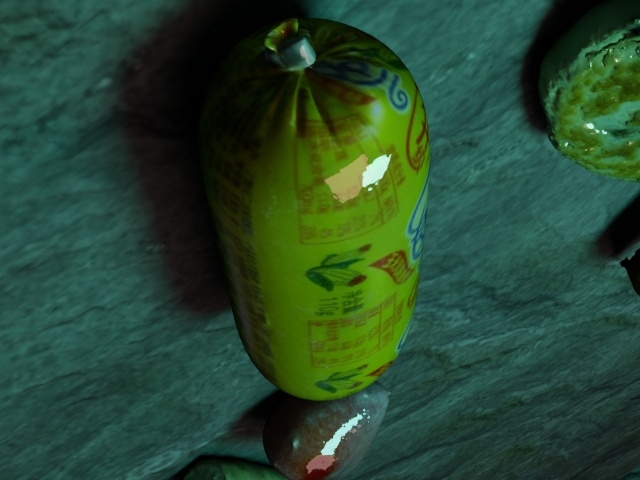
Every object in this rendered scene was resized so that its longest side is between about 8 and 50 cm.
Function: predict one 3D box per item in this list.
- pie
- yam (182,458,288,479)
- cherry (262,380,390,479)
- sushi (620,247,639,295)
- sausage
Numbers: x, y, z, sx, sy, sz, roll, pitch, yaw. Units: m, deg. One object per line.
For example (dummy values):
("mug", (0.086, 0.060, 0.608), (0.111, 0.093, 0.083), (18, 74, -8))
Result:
("pie", (0.267, -0.102, 0.694), (0.240, 0.054, 0.240), (3, 154, 1))
("yam", (-0.047, 0.272, 1.052), (0.071, 0.067, 0.317), (-26, 154, 15))
("cherry", (0.003, 0.178, 0.933), (0.126, 0.087, 0.106), (-45, 150, -19))
("sushi", (0.424, -0.018, 1.009), (0.287, 0.149, 0.140), (-27, 171, 33))
("sausage", (0.000, 0.000, 0.595), (0.123, 0.123, 0.347), (-27, 152, -13))
